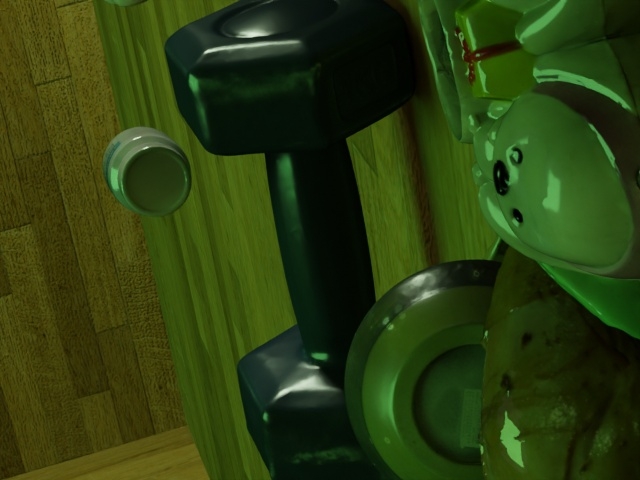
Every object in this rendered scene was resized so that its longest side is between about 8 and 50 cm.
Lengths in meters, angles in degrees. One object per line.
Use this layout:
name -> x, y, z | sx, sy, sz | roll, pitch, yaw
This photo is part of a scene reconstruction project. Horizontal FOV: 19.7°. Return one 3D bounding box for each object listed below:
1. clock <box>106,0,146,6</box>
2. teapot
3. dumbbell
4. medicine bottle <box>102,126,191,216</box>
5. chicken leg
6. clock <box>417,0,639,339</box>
clock -> -0.064, -0.293, 0.686 | 0.376, 0.250, 0.368 | 67, -143, -58
teapot -> 0.084, 0.054, 0.946 | 0.119, 0.130, 0.165 | -73, 3, -81
dumbbell -> 0.001, 0.000, 1.191 | 0.143, 0.156, 0.316 | -61, -36, -60
medicine bottle -> -0.109, -0.043, 1.168 | 0.089, 0.052, 0.052 | -142, 38, -75
chicken leg -> 0.118, 0.025, 0.793 | 0.085, 0.101, 0.207 | 111, 163, -67
clock -> 0.096, -0.074, 0.676 | 0.144, 0.103, 0.231 | -108, 2, -87
